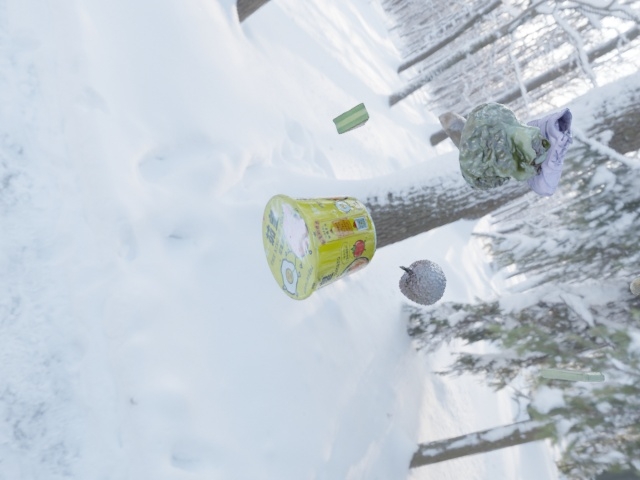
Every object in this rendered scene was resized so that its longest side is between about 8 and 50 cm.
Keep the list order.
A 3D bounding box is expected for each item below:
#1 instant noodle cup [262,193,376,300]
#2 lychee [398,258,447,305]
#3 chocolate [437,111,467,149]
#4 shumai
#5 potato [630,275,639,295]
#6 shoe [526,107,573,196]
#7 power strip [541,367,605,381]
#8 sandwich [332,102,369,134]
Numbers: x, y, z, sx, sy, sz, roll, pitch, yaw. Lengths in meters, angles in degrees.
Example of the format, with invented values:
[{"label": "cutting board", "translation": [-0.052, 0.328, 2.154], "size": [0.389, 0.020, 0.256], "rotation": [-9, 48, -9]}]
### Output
[{"label": "instant noodle cup", "translation": [0.000, 0.000, 1.292], "size": [0.254, 0.325, 0.326], "rotation": [-13, 73, -32]}, {"label": "lychee", "translation": [0.350, 0.139, 1.451], "size": [0.197, 0.165, 0.165], "rotation": [46, 26, -11]}, {"label": "chocolate", "translation": [0.532, -0.370, 1.523], "size": [0.254, 0.080, 0.157], "rotation": [43, 27, -24]}, {"label": "shumai", "translation": [0.505, -0.256, 1.139], "size": [0.189, 0.218, 0.256], "rotation": [43, 64, -62]}, {"label": "potato", "translation": [1.063, 0.153, 1.397], "size": [0.037, 0.093, 0.036], "rotation": [33, 55, 24]}, {"label": "shoe", "translation": [0.660, -0.251, 1.189], "size": [0.137, 0.095, 0.245], "rotation": [139, -46, -73]}, {"label": "power strip", "translation": [0.710, 0.384, 1.190], "size": [0.076, 0.169, 0.028], "rotation": [5, 77, -17]}, {"label": "sandwich", "translation": [0.115, -0.465, 1.592], "size": [0.074, 0.116, 0.074], "rotation": [65, -16, 1]}]
